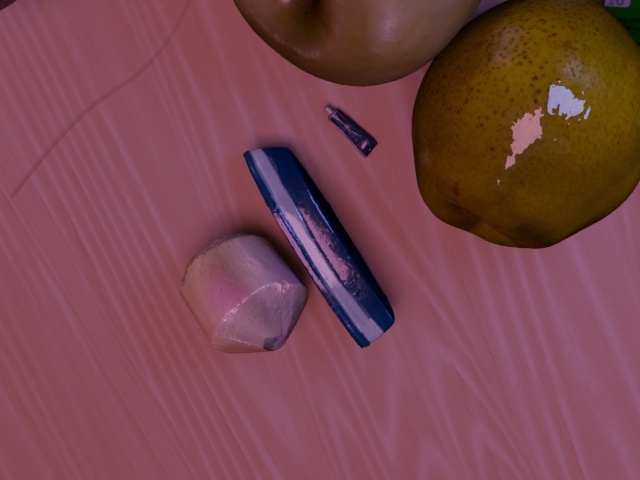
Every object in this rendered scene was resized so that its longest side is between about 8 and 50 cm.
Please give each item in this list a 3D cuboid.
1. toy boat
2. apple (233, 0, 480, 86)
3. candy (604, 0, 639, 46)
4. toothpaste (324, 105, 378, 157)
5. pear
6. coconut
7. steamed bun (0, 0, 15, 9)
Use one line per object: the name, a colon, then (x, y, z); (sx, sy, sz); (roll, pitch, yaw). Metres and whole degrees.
toy boat: (0.000, 0.000, 1.543); (0.061, 0.096, 0.299); (-31, 103, 11)
apple: (0.048, -0.301, 1.296); (0.295, 0.258, 0.233); (22, 140, 29)
candy: (0.386, -0.307, 1.332); (0.141, 0.078, 0.203); (3, 109, 10)
toothpaste: (0.036, -0.141, 1.511); (0.083, 0.019, 0.027); (42, 98, -12)
pear: (0.241, -0.136, 1.330); (0.294, 0.294, 0.294); (4, 115, 10)
coconut: (-0.096, 0.078, 1.558); (0.153, 0.147, 0.147); (50, 119, 27)
steamed bun: (-0.464, -0.413, 1.404); (0.301, 0.199, 0.252); (20, 134, 12)
